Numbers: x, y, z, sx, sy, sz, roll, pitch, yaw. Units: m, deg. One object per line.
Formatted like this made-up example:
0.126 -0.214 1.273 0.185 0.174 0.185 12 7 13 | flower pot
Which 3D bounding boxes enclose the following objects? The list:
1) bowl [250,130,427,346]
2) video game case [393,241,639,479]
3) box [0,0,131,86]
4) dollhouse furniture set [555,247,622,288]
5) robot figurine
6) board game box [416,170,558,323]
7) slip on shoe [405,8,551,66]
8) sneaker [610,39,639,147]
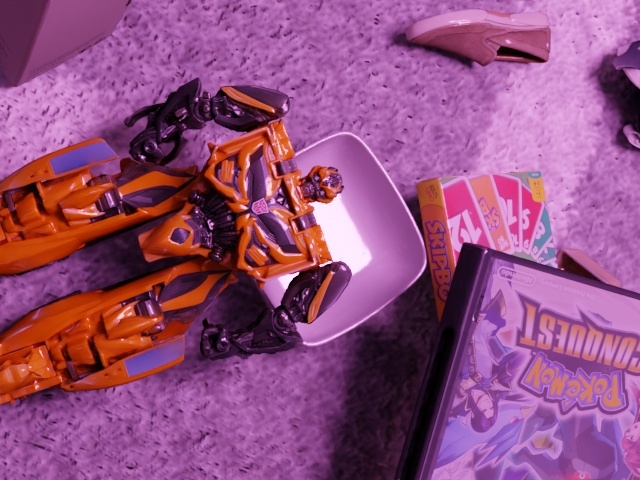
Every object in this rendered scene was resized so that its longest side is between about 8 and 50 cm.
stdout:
0.000 0.000 1.002 0.142 0.053 0.142 -33 95 -19 | bowl
0.189 0.153 0.976 0.274 0.035 0.248 16 91 -31 | video game case
-0.182 -0.196 0.836 0.094 0.275 0.113 -32 96 -19 | box
0.225 0.074 1.070 0.114 0.091 0.081 40 49 17 | dollhouse furniture set
-0.120 0.006 0.909 0.291 0.085 0.211 -21 93 1 | robot figurine
0.152 0.074 1.026 0.124 0.039 0.260 -6 87 -39 | board game box
0.137 -0.169 1.067 0.135 0.051 0.041 -5 84 -27 | slip on shoe
0.335 -0.170 1.082 0.153 0.094 0.235 9 122 -10 | sneaker
